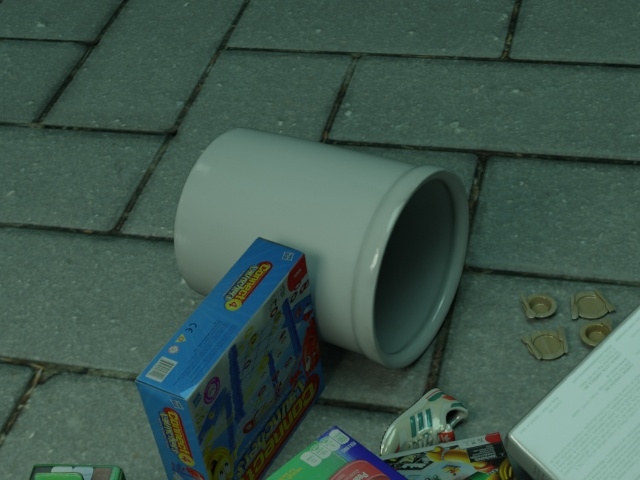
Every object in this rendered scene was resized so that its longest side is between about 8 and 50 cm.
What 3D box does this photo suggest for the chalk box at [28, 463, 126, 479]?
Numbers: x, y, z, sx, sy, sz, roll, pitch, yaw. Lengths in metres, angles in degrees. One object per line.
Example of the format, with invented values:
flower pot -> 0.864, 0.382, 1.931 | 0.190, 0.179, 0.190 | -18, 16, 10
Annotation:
chalk box -> -0.334, 0.393, 1.515 | 0.132, 0.213, 0.132 | -1, 42, 9

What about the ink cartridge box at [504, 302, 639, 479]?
ink cartridge box -> 0.495, 0.304, 1.519 | 0.308, 0.091, 0.385 | -41, 67, -12

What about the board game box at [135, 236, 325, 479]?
board game box -> -0.117, 0.209, 1.619 | 0.086, 0.302, 0.308 | 17, 48, 25

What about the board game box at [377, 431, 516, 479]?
board game box -> 0.132, 0.387, 1.564 | 0.305, 0.053, 0.193 | -11, 42, -3

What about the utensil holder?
utensil holder -> 0.000, 0.000, 1.823 | 0.385, 0.327, 0.327 | 16, 47, 28

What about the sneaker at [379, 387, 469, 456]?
sneaker -> 0.158, 0.288, 1.668 | 0.075, 0.057, 0.161 | 23, 47, 38

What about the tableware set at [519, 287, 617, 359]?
tableware set -> 0.408, 0.134, 1.827 | 0.169, 0.020, 0.141 | -8, 41, 1

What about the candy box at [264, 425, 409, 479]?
candy box -> 0.049, 0.413, 1.368 | 0.317, 0.122, 0.268 | 35, 38, 22
